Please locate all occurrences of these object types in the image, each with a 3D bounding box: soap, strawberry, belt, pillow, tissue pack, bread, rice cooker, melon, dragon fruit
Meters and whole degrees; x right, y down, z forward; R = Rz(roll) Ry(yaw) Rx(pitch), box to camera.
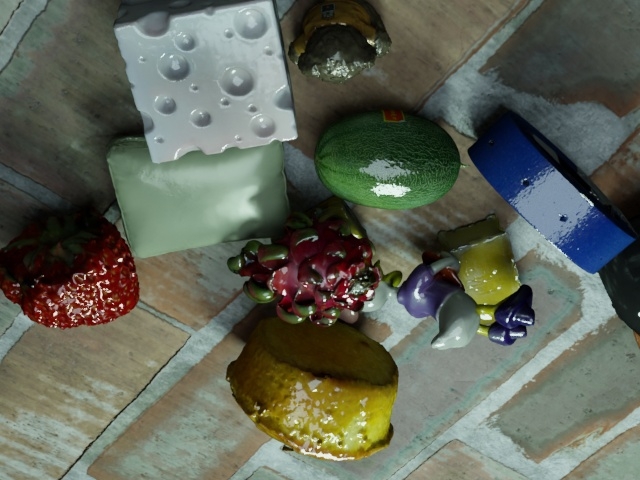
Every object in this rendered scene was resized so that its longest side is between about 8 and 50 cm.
[{"bbox_3d":[0.341,0.070,1.835,0.135,0.076,0.233,-19,123,6],"label":"soap"},{"bbox_3d":[-0.462,0.072,1.651,0.261,0.261,0.257,-11,123,1],"label":"strawberry"},{"bbox_3d":[0.433,-0.090,1.646,0.347,0.212,0.117,40,112,-12],"label":"belt"},{"bbox_3d":[-0.218,-0.094,1.635,0.322,0.119,0.255,-8,126,-3],"label":"pillow"},{"bbox_3d":[0.000,0.000,1.746,0.169,0.082,0.120,-29,121,14],"label":"tissue pack"},{"bbox_3d":[-0.001,0.291,1.798,0.358,0.337,0.204,13,114,-24],"label":"bread"},{"bbox_3d":[0.681,0.057,1.752,0.224,0.267,0.267,-28,123,23],"label":"rice cooker"},{"bbox_3d":[0.132,-0.145,1.601,0.288,0.182,0.182,6,124,-9],"label":"melon"},{"bbox_3d":[-0.029,0.058,1.610,0.273,0.198,0.218,-22,114,2],"label":"dragon fruit"}]

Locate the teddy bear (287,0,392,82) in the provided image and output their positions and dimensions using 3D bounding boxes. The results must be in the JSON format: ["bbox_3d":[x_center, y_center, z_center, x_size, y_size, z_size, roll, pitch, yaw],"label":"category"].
[{"bbox_3d":[0.029,-0.330,1.458,0.177,0.190,0.140,-8,132,6],"label":"teddy bear"}]

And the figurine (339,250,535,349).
[{"bbox_3d":[0.208,0.126,1.731,0.421,0.193,0.154,17,141,17],"label":"figurine"}]

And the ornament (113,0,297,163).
[{"bbox_3d":[-0.177,-0.300,1.426,0.240,0.239,0.239,-10,124,1],"label":"ornament"}]

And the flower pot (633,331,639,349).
[{"bbox_3d":[0.780,0.211,1.927,0.191,0.190,0.173,-17,136,6],"label":"flower pot"}]
